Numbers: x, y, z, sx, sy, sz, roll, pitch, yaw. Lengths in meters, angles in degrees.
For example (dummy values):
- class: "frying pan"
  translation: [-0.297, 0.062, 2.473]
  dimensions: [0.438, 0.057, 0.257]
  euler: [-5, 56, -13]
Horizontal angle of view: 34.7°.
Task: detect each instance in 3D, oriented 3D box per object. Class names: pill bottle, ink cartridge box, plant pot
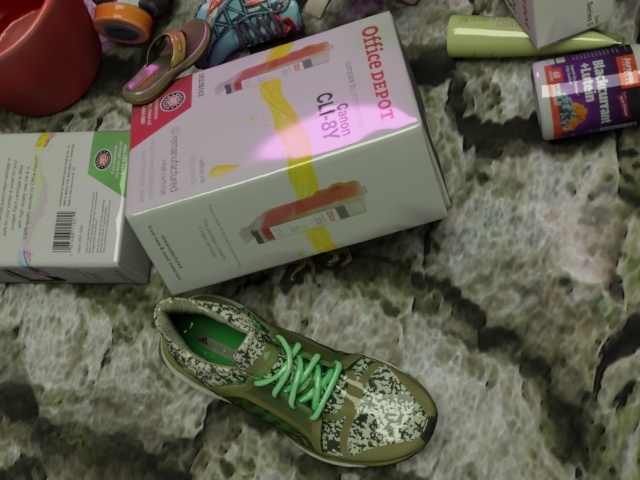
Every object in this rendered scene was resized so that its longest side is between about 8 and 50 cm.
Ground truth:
- class: "pill bottle"
  translation: [-0.285, -0.430, 1.577]
  dimensions: [0.130, 0.130, 0.246]
  euler: [4, 75, 14]
- class: "ink cartridge box"
  translation: [-0.389, -0.046, 1.494]
  dimensions: [0.278, 0.117, 0.201]
  euler: [0, 74, 13]
- class: "ink cartridge box"
  translation: [-0.048, -0.121, 1.360]
  dimensions: [0.384, 0.160, 0.279]
  euler: [-16, 42, 8]
- class: "ink cartridge box"
  translation: [0.276, -0.424, 1.367]
  dimensions: [0.114, 0.198, 0.273]
  euler: [-23, 53, 1]
- class: "plant pot"
  translation: [-0.463, -0.318, 1.526]
  dimensions: [0.274, 0.243, 0.275]
  euler: [-4, 72, 12]
- class: "pill bottle"
  translation: [0.384, -0.201, 1.361]
  dimensions: [0.193, 0.108, 0.108]
  euler: [-10, 72, 10]

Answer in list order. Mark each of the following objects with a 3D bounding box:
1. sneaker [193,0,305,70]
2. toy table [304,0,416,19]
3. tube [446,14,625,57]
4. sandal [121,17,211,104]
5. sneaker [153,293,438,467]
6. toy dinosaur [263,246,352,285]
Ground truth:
- class: "sneaker"
  translation: [-0.085, -0.344, 1.519]
  dimensions: [0.125, 0.104, 0.262]
  euler: [40, 86, 18]
- class: "toy table"
  translation: [0.049, -0.445, 1.447]
  dimensions: [0.252, 0.161, 0.274]
  euler: [36, 58, 4]
- class: "tube"
  translation: [0.297, -0.280, 1.425]
  dimensions: [0.240, 0.062, 0.070]
  euler: [4, 59, 17]
- class: "sandal"
  translation: [-0.215, -0.258, 1.423]
  dimensions: [0.072, 0.049, 0.180]
  euler: [14, 52, 37]
- class: "sneaker"
  translation: [-0.052, 0.175, 1.314]
  dimensions: [0.410, 0.182, 0.158]
  euler: [18, 79, 17]
- class: "toy dinosaur"
  translation: [0.000, 0.000, 1.423]
  dimensions: [0.183, 0.053, 0.093]
  euler: [-38, 68, 0]
